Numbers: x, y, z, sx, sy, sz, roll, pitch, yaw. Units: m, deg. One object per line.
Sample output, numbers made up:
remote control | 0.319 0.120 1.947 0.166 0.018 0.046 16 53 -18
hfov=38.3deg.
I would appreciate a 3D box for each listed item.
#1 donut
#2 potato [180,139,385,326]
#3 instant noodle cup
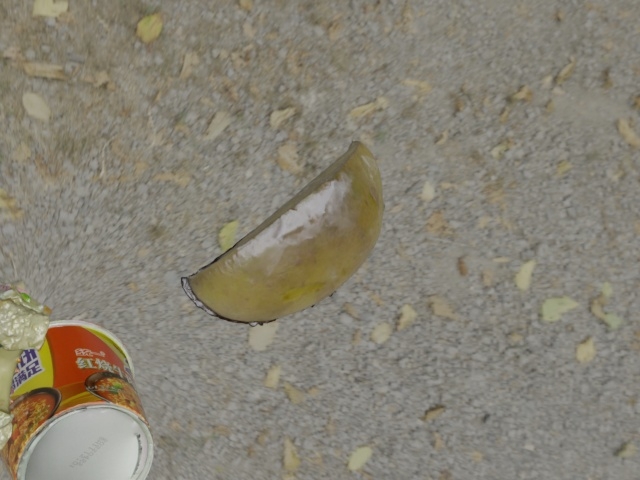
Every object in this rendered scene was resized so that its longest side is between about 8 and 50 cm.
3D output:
donut | -0.308 0.117 0.864 0.065 0.108 0.165 18 91 -31
potato | -0.001 0.001 0.945 0.261 0.100 0.120 -42 98 -25
instant noodle cup | -0.304 0.228 1.128 0.213 0.174 0.213 -13 119 -25
